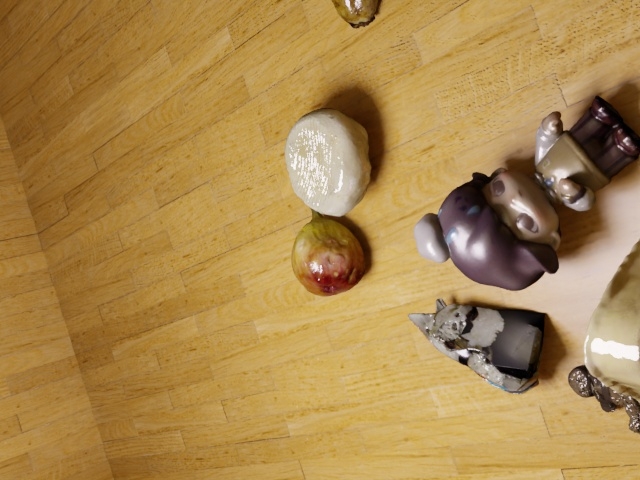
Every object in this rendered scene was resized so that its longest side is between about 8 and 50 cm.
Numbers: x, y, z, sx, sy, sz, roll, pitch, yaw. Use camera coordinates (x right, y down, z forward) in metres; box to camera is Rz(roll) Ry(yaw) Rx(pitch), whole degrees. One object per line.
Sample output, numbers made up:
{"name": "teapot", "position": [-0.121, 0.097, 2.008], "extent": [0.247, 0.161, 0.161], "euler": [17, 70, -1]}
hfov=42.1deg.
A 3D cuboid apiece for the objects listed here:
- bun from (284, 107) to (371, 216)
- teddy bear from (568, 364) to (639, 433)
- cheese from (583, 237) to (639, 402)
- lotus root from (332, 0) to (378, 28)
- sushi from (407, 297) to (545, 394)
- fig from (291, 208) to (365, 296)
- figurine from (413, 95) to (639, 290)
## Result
{"name": "bun", "position": [0.027, -0.167, 1.725], "extent": [0.231, 0.133, 0.230], "euler": [24, 121, 46]}
{"name": "teddy bear", "position": [0.499, 0.249, 1.417], "extent": [0.160, 0.078, 0.119], "euler": [24, 141, 57]}
{"name": "cheese", "position": [0.505, 0.112, 1.170], "extent": [0.104, 0.384, 0.383], "euler": [7, 106, 49]}
{"name": "lotus root", "position": [0.057, -0.546, 1.622], "extent": [0.110, 0.097, 0.258], "euler": [1, 98, 48]}
{"name": "sushi", "position": [0.296, 0.202, 1.580], "extent": [0.273, 0.134, 0.109], "euler": [7, 138, 34]}
{"name": "fig", "position": [0.000, 0.000, 1.816], "extent": [0.159, 0.159, 0.257], "euler": [-51, 46, 40]}
{"name": "figurine", "position": [0.353, -0.063, 1.377], "extent": [0.218, 0.206, 0.365], "euler": [47, 130, 7]}
